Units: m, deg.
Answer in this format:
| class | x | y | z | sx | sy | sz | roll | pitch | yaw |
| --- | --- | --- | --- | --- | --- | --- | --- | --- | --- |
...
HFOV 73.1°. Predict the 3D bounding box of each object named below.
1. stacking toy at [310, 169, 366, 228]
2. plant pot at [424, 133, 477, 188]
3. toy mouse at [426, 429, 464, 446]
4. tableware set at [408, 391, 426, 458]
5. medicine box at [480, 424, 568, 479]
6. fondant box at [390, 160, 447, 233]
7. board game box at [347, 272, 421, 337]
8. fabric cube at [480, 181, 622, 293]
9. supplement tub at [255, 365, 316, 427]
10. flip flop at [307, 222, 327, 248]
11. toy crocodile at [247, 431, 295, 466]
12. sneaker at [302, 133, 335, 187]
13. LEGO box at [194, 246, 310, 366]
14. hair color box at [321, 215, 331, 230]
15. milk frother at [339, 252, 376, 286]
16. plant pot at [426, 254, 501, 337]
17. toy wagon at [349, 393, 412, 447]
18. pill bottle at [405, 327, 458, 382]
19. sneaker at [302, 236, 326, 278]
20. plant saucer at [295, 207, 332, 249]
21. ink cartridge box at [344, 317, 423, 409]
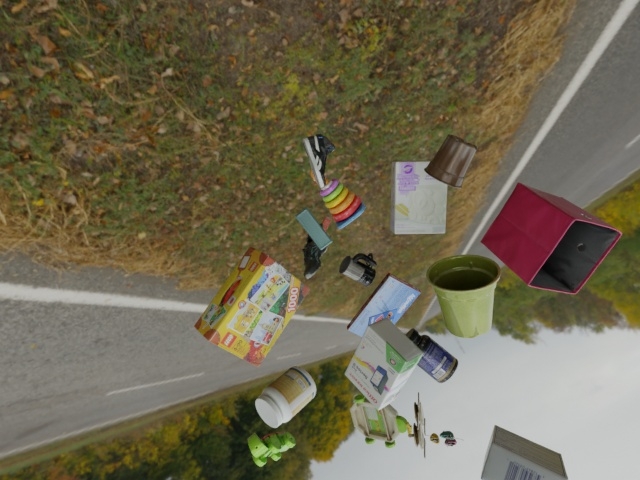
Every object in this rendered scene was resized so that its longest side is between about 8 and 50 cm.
| class | x | y | z | sx | sy | sz | roll | pitch | yaw |
| --- | --- | --- | --- | --- | --- | --- | --- | --- | --- |
| stacking toy | 0.058 | -0.219 | 1.984 | 0.165 | 0.302 | 0.175 | -38 | -158 | 13 |
| plant pot | 0.520 | -0.317 | 1.698 | 0.166 | 0.167 | 0.165 | -9 | 131 | -48 |
| toy mouse | 0.552 | 0.858 | 1.877 | 0.143 | 0.031 | 0.161 | -21 | 127 | 30 |
| tableware set | 0.332 | 0.633 | 1.489 | 0.039 | 0.128 | 0.194 | -11 | -165 | 17 |
| medicine box | 0.782 | 0.873 | 1.672 | 0.289 | 0.263 | 0.149 | 19 | 89 | -64 |
| fondant box | 0.450 | -0.199 | 1.986 | 0.238 | 0.331 | 0.096 | -1 | -169 | -1 |
| board game box | 0.235 | 0.261 | 1.625 | 0.281 | 0.145 | 0.027 | -56 | -165 | 22 |
| fabric cube | 0.764 | -0.008 | 1.455 | 0.254 | 0.258 | 0.259 | 11 | 118 | -25 |
| supplement tub | -0.128 | 0.579 | 1.603 | 0.199 | 0.144 | 0.144 | -29 | 169 | -42 |
| flip flop | 0.000 | 0.000 | 2.419 | 0.112 | 0.277 | 0.080 | -39 | 121 | 13 |
| toy crocodile | -0.207 | 0.882 | 1.867 | 0.115 | 0.105 | 0.340 | -44 | 152 | 6 |
| sneaker | 0.016 | -0.340 | 1.802 | 0.121 | 0.217 | 0.079 | -20 | -171 | -8 |
| LEGO box | -0.348 | 0.349 | 2.274 | 0.372 | 0.193 | 0.500 | 43 | 75 | -40 |
| hair color box | 0.019 | -0.080 | 2.765 | 0.141 | 0.043 | 0.072 | -64 | -175 | -27 |
| milk frother | 0.162 | 0.101 | 1.836 | 0.129 | 0.134 | 0.143 | -57 | -160 | 11 |
| plant pot | 0.572 | 0.232 | 1.701 | 0.275 | 0.254 | 0.276 | -12 | -157 | 5 |
| toy wagon | 0.315 | 0.926 | 2.208 | 0.344 | 0.268 | 0.068 | -7 | -167 | 35 |
| pill bottle | 0.431 | 0.459 | 1.736 | 0.123 | 0.219 | 0.123 | -50 | 176 | -5 |
| sneaker | -0.051 | 0.081 | 2.096 | 0.101 | 0.106 | 0.267 | -40 | -162 | 31 |
| plant saucer | -0.029 | -0.050 | 1.891 | 0.067 | 0.192 | 0.018 | -37 | -175 | 4 |
| ink cartridge box | 0.181 | 0.362 | 1.268 | 0.093 | 0.154 | 0.213 | -13 | 134 | -42 |
